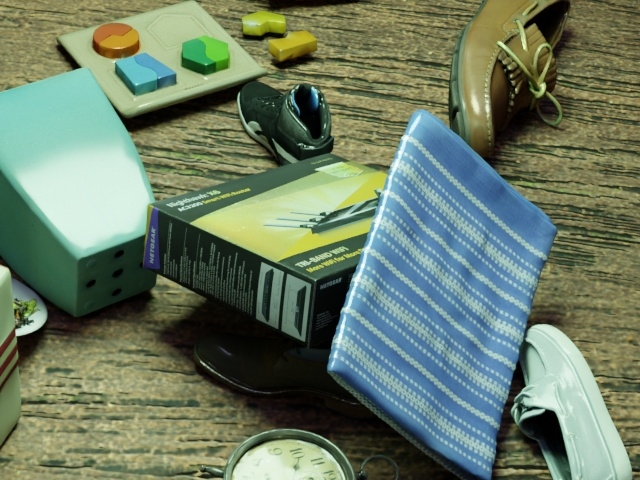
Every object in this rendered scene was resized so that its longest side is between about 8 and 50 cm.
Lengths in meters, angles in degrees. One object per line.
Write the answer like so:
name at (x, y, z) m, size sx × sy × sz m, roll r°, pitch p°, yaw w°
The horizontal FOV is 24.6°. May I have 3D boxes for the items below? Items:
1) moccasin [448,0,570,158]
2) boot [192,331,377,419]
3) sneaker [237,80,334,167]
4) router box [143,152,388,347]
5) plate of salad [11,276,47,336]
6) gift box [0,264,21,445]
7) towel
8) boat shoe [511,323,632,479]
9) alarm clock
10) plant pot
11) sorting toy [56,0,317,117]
moccasin at (0.259, -0.230, 1.959) m, size 0.147 × 0.139 × 0.380 m, roll 9°, pitch 32°, yaw 15°
boot at (-0.028, 0.112, 1.559) m, size 0.219 × 0.106 × 0.082 m, roll 13°, pitch 43°, yaw 6°
sneaker at (-0.037, -0.165, 1.845) m, size 0.079 × 0.121 × 0.217 m, roll -14°, pitch 47°, yaw -23°
router box at (0.000, 0.000, 1.611) m, size 0.243 × 0.081 × 0.308 m, roll 22°, pitch 27°, yaw 34°
plate of salad at (-0.389, 0.050, 1.577) m, size 0.199 × 0.048 × 0.200 m, roll 17°, pitch 17°, yaw -5°
gift box at (-0.448, 0.134, 1.365) m, size 0.255 × 0.276 × 0.258 m, roll 13°, pitch 44°, yaw 14°
towel at (0.136, 0.054, 1.528) m, size 0.243 × 0.040 × 0.336 m, roll 40°, pitch 53°, yaw -30°
boat shoe at (0.247, 0.180, 1.542) m, size 0.081 × 0.079 × 0.227 m, roll -5°, pitch 47°, yaw -19°
alarm clock at (-0.013, 0.247, 1.446) m, size 0.192 × 0.064 × 0.129 m, roll -12°, pitch 46°, yaw -15°
plant pot at (-0.284, -0.042, 1.657) m, size 0.165 × 0.165 × 0.234 m, roll -21°, pitch 56°, yaw -27°
sorting toy at (-0.173, -0.268, 1.982) m, size 0.307 × 0.041 × 0.229 m, roll -21°, pitch 44°, yaw -27°
